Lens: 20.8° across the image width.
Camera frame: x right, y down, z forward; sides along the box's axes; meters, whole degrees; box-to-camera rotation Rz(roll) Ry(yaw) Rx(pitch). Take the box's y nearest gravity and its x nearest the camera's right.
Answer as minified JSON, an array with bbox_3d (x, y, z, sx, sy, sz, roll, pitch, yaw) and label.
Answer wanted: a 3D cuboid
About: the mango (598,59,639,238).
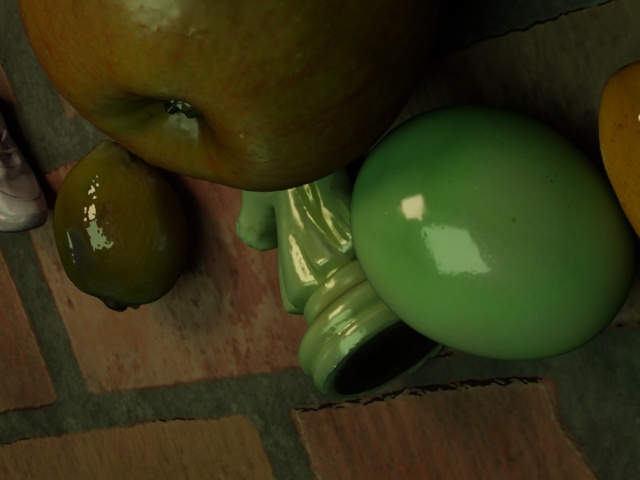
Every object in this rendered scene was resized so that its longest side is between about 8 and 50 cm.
[{"bbox_3d":[0.348,-0.041,1.458,0.290,0.160,0.191,41,137,24],"label":"mango"}]

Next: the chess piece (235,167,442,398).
[{"bbox_3d":[0.000,0.000,1.775,0.298,0.176,0.176,58,133,22],"label":"chess piece"}]

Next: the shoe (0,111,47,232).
[{"bbox_3d":[-0.401,-0.114,2.069,0.245,0.095,0.137,41,131,27],"label":"shoe"}]

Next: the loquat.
[{"bbox_3d":[-0.222,-0.017,1.936,0.152,0.152,0.195,7,104,37],"label":"loquat"}]

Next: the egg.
[{"bbox_3d":[0.154,-0.006,1.580,0.270,0.220,0.220,34,126,25],"label":"egg"}]

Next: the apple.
[{"bbox_3d":[-0.078,-0.224,1.557,0.400,0.333,0.400,5,147,4],"label":"apple"}]
